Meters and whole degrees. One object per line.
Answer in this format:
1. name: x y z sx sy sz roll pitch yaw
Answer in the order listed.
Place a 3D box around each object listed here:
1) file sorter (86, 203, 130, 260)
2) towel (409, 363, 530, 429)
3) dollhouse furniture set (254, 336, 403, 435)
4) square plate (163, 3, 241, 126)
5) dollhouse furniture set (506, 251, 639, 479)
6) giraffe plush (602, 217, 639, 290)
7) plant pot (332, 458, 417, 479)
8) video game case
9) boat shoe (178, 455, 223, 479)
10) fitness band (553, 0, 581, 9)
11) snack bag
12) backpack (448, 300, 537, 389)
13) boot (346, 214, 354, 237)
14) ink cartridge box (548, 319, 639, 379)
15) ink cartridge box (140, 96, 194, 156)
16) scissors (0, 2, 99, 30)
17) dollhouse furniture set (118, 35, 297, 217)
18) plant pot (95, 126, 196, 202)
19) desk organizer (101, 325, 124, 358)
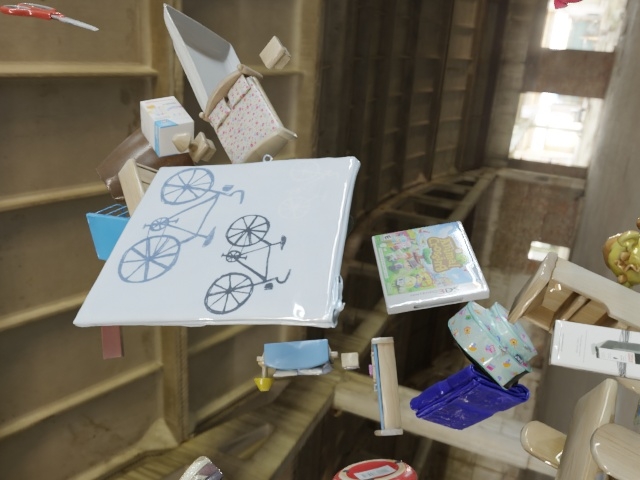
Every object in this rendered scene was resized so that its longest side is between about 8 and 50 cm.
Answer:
1. file sorter: -0.454 -0.018 1.351 0.104 0.170 0.118 -36 -53 -51
2. towel: 0.444 0.491 1.697 0.308 0.228 0.076 -47 23 44
3. dollhouse furniture set: 0.021 0.345 1.279 0.286 0.303 0.198 76 -169 -70
4. square plate: -0.265 -0.415 1.492 0.347 0.049 0.344 65 -162 6
5. dollhouse furniture set: 0.418 0.254 0.931 0.394 0.256 0.362 -55 -16 -32
6. giraffe plush: 0.598 0.031 1.022 0.210 0.170 0.181 128 129 -84
7. plant pot: 0.111 0.528 1.084 0.191 0.191 0.174 8 -107 -69
8. video game case: 0.213 0.049 1.127 0.212 0.193 0.023 -96 -5 -50
9. boat shoe: -0.357 0.703 1.446 0.285 0.092 0.103 -55 -29 -17
10. fitness band: 0.476 -0.568 1.056 0.291 0.054 0.209 -49 -52 -32
11. snack bag: -0.118 -0.009 0.767 0.323 0.342 0.037 -79 -19 -46
12. backpack: 0.394 0.227 1.301 0.144 0.188 0.166 -52 8 20
13. boot: 0.000 0.000 1.760 0.083 0.161 0.246 31 -89 -33
14. ink cartridge box: 0.363 0.141 0.705 0.099 0.135 0.056 33 -115 -66
15. ink cartridge box: -0.388 -0.291 1.406 0.092 0.143 0.090 -18 -39 -30
16. scissors: -0.582 -0.503 1.258 0.109 0.297 0.021 -44 -35 -58
17. dollhouse furniture set: -0.175 -0.165 0.980 0.174 0.303 0.355 17 -55 -47
18. plant pot: -0.489 -0.204 1.557 0.230 0.215 0.215 -32 -39 -15
19. desk organizer: -0.579 0.262 1.562 0.047 0.050 0.130 149 115 -75
